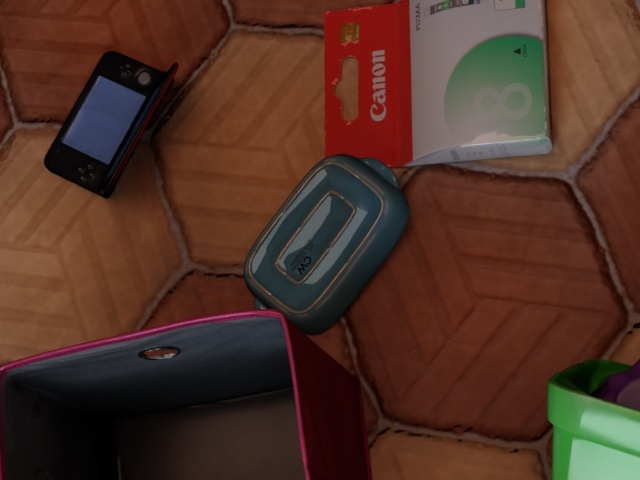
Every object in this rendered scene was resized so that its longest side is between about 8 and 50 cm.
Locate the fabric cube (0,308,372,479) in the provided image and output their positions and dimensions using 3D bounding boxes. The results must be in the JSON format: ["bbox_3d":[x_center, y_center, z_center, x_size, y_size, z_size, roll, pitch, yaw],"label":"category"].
[{"bbox_3d":[-0.097,0.226,1.204,0.254,0.258,0.259,-12,71,12],"label":"fabric cube"}]

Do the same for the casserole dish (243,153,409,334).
[{"bbox_3d":[0.000,0.000,1.355,0.114,0.037,0.188,38,94,22],"label":"casserole dish"}]

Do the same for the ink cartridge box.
[{"bbox_3d":[0.107,-0.164,1.380,0.224,0.056,0.181,-4,72,12],"label":"ink cartridge box"}]

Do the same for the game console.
[{"bbox_3d":[-0.211,-0.123,1.433,0.124,0.085,0.144,25,81,20],"label":"game console"}]

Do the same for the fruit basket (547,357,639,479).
[{"bbox_3d":[0.378,0.130,1.122,0.392,0.283,0.392,0,91,20],"label":"fruit basket"}]
